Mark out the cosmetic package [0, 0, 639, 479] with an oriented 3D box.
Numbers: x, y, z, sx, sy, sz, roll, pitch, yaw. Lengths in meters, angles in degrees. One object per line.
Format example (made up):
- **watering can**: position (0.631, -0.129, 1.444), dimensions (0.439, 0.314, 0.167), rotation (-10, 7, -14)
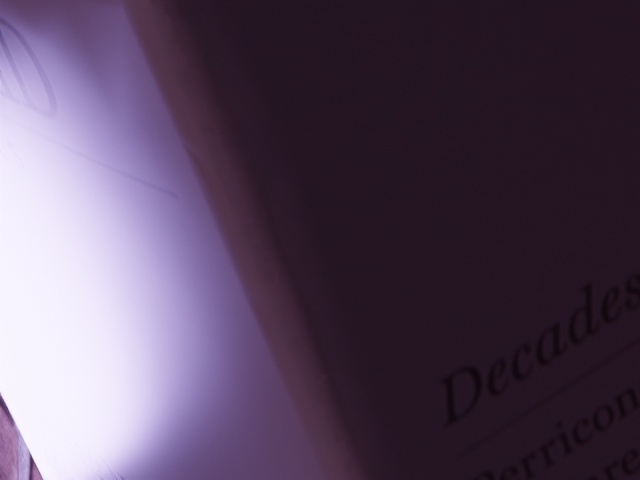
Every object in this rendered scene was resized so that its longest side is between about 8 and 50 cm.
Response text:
- **cosmetic package**: position (0.070, -0.010, 0.629), dimensions (0.329, 0.327, 0.393), rotation (26, 143, 55)
